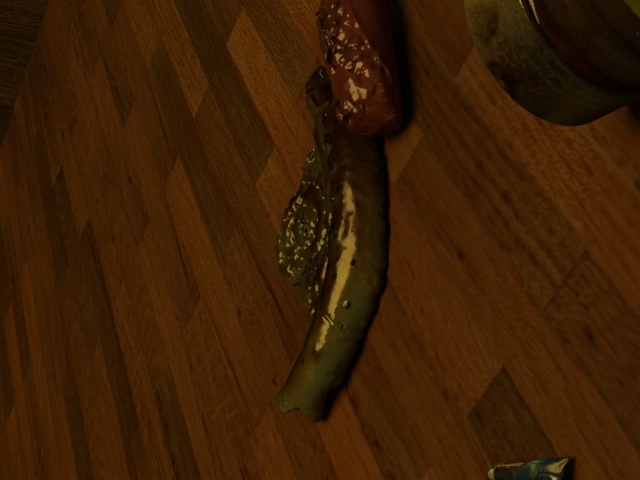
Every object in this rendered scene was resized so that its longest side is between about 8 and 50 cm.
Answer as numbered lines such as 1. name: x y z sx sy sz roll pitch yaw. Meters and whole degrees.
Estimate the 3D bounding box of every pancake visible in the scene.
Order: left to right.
1. pancake: -0.004 -0.001 1.084 0.197 0.054 0.376 -19 64 58

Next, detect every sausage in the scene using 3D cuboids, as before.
1. sausage: 0.030 -0.251 1.076 0.087 0.079 0.326 104 161 -59

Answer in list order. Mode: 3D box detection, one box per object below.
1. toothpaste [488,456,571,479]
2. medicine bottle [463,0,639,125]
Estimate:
1. toothpaste: 0.158 0.177 0.785 0.083 0.019 0.027 -20 40 56
2. medicine bottle: 0.243 -0.197 0.616 0.322 0.151 0.151 -29 57 54
